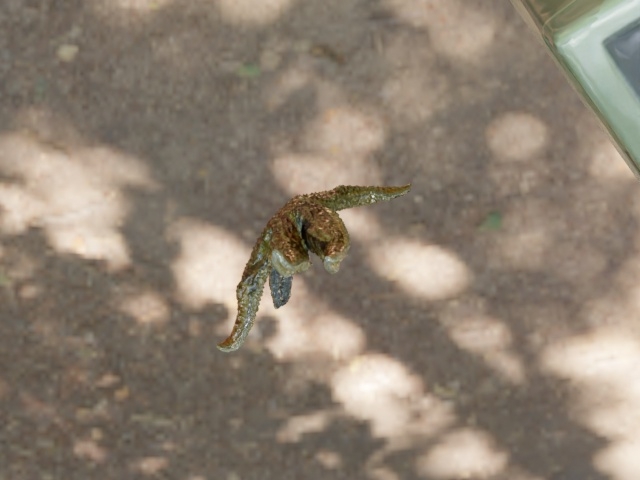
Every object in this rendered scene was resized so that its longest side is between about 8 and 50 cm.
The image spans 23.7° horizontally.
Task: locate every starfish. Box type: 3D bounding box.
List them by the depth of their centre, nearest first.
[{"bbox_3d":[-0.004,-0.003,0.773,0.041,0.130,0.133,48,146,-1],"label":"starfish"}]

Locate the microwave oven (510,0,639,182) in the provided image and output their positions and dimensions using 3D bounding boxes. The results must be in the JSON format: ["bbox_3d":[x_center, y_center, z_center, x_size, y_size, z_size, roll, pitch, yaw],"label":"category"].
[{"bbox_3d":[0.284,-0.069,0.765,0.247,0.333,0.394,-35,116,12],"label":"microwave oven"}]
